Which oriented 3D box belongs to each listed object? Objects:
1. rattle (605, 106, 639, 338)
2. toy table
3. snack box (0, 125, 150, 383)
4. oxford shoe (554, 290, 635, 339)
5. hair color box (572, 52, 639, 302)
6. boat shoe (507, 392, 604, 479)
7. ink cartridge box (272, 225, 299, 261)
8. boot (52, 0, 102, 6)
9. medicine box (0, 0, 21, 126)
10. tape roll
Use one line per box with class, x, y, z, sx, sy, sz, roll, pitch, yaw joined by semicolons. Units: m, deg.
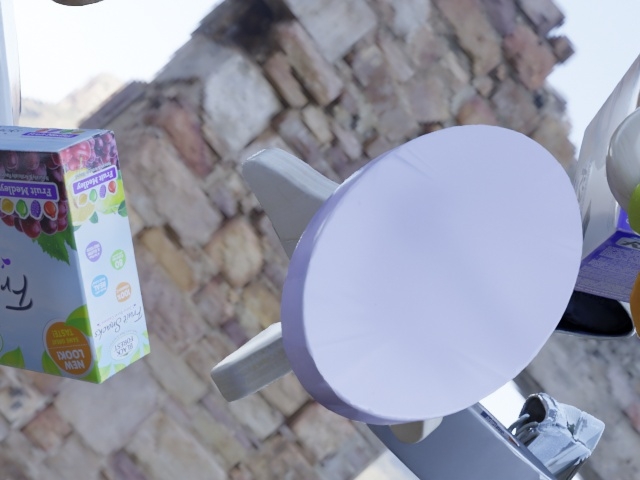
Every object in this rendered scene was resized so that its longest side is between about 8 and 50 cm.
rattle;0.253;-0.042;0.773;0.142;0.130;0.199;59;32;-35
toy table;0.047;0.030;0.881;0.161;0.274;0.252;-22;-91;54
snack box;-0.145;0.002;0.531;0.141;0.037;0.100;5;-67;33
oxford shoe;0.238;0.029;1.610;0.397;0.140;0.146;16;14;4
hair color box;0.311;-0.055;1.166;0.110;0.185;0.339;14;-10;2
boat shoe;0.247;0.245;1.405;0.103;0.118;0.320;35;18;15
ink cartridge box;0.000;0.000;1.591;0.209;0.062;0.109;63;-25;0
boot;-0.195;-0.350;0.962;0.109;0.283;0.220;4;-27;4
medicine box;-0.274;-0.188;0.762;0.263;0.149;0.289;-130;-143;-71
tape roll;0.112;0.170;1.090;0.219;0.072;0.219;42;3;-2
